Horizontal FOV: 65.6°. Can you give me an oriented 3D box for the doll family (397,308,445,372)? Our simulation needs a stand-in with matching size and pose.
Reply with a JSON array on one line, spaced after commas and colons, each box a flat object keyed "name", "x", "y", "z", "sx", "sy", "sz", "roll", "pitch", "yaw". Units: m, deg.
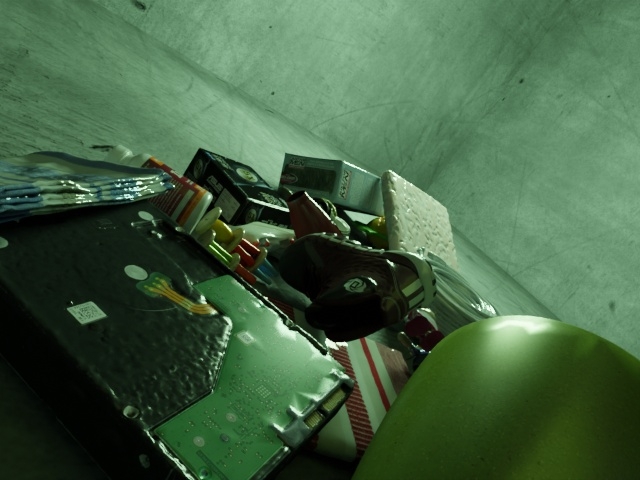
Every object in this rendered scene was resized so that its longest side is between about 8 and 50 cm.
[{"name": "doll family", "x": 0.188, "y": 0.208, "z": 0.736, "sx": 0.263, "sy": 0.118, "sz": 0.163, "roll": 45, "pitch": 8, "yaw": 10}]

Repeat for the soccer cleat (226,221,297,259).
[{"name": "soccer cleat", "x": -0.089, "y": -0.002, "z": 0.895, "sx": 0.076, "sy": 0.068, "sz": 0.196, "roll": 41, "pitch": 19, "yaw": 29}]

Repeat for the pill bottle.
[{"name": "pill bottle", "x": -0.244, "y": -0.072, "z": 0.731, "sx": 0.152, "sy": 0.086, "sz": 0.086, "roll": 33, "pitch": 16, "yaw": -11}]

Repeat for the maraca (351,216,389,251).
[{"name": "maraca", "x": 0.176, "y": -0.022, "z": 1.443, "sx": 0.185, "sy": 0.099, "sz": 0.127, "roll": 16, "pitch": 11, "yaw": -24}]

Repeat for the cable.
[{"name": "cable", "x": 0.264, "y": 0.128, "z": 1.035, "sx": 0.257, "sy": 0.089, "sz": 0.257, "roll": 41, "pitch": 17, "yaw": 16}]

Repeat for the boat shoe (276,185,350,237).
[{"name": "boat shoe", "x": -0.013, "y": -0.051, "z": 1.138, "sx": 0.109, "sy": 0.091, "sz": 0.305, "roll": 46, "pitch": 19, "yaw": 31}]

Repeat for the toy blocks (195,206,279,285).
[{"name": "toy blocks", "x": -0.121, "y": 0.033, "z": 0.743, "sx": 0.148, "sy": 0.054, "sz": 0.123, "roll": 44, "pitch": 20, "yaw": -25}]

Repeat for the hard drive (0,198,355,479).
[{"name": "hard drive", "x": -0.149, "y": 0.083, "z": 0.465, "sx": 0.338, "sy": 0.064, "sz": 0.237, "roll": 36, "pitch": 22, "yaw": 17}]

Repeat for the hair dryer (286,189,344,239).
[{"name": "hair dryer", "x": 0.000, "y": 0.000, "z": 0.913, "sx": 0.224, "sy": 0.080, "sz": 0.293, "roll": 59, "pitch": 1, "yaw": 26}]

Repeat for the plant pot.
[{"name": "plant pot", "x": 0.121, "y": 0.232, "z": 0.373, "sx": 0.274, "sy": 0.275, "sz": 0.293, "roll": 43, "pitch": 34, "yaw": 24}]

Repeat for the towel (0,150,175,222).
[{"name": "towel", "x": -0.314, "y": -0.066, "z": 0.519, "sx": 0.209, "sy": 0.034, "sz": 0.285, "roll": 11, "pitch": 13, "yaw": 11}]

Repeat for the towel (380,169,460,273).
[{"name": "towel", "x": 0.289, "y": -0.002, "z": 1.420, "sx": 0.316, "sy": 0.053, "sz": 0.332, "roll": 23, "pitch": 52, "yaw": -41}]

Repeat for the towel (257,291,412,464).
[{"name": "towel", "x": 0.010, "y": 0.181, "z": 0.631, "sx": 0.328, "sy": 0.037, "sz": 0.237, "roll": 27, "pitch": 20, "yaw": -24}]

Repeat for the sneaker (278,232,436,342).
[{"name": "sneaker", "x": 0.006, "y": 0.064, "z": 0.700, "sx": 0.281, "sy": 0.107, "sz": 0.162, "roll": 3, "pitch": 23, "yaw": 42}]

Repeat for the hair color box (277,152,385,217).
[{"name": "hair color box", "x": 0.066, "y": -0.148, "z": 1.427, "sx": 0.185, "sy": 0.114, "sz": 0.374, "roll": 13, "pitch": 2, "yaw": 32}]

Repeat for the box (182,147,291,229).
[{"name": "box", "x": -0.157, "y": -0.085, "z": 0.965, "sx": 0.180, "sy": 0.078, "sz": 0.147, "roll": 45, "pitch": 18, "yaw": 31}]
